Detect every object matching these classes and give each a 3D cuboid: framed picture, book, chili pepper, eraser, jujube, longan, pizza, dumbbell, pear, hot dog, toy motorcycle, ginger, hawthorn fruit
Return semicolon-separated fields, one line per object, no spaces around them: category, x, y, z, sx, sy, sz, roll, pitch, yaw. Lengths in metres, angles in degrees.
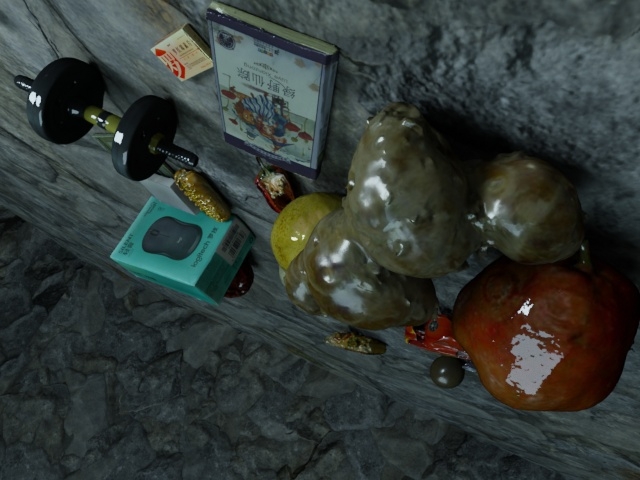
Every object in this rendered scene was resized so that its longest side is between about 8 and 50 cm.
framed picture;-0.391;-0.162;1.023;0.173;0.010;0.231;10;153;36
book;-0.065;-0.177;0.582;0.158;0.026;0.231;24;153;7
chili pepper;-0.068;-0.079;0.808;0.059;0.050;0.268;-24;147;4
eraser;-0.353;-0.113;1.021;0.150;0.023;0.104;19;155;35
jujube;-0.276;0.080;1.266;0.155;0.155;0.230;16;164;25
longan;0.371;0.377;1.279;0.114;0.092;0.113;-12;140;-10
pizza;0.125;0.348;1.527;0.147;0.069;0.226;14;171;-33
dumbbell;-0.347;-0.195;0.724;0.326;0.143;0.143;25;158;2
pear;0.000;0.000;0.743;0.178;0.178;0.178;23;158;10
hot dog;-0.254;-0.095;0.974;0.071;0.045;0.165;13;154;29
toy motorcycle;0.299;0.221;1.006;0.171;0.089;0.298;41;154;-30
ginger;0.094;0.003;0.545;0.256;0.176;0.375;38;128;-13
hawthorn fruit;0.301;0.102;0.591;0.224;0.224;0.260;22;142;10

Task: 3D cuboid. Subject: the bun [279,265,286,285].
bun;-0.021;0.074;0.986;0.193;0.127;0.178;11;155;38

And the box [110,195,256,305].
box;-0.347;0.018;1.121;0.312;0.205;0.118;14;153;29

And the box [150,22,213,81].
box;-0.182;-0.248;0.592;0.093;0.015;0.058;2;146;46
